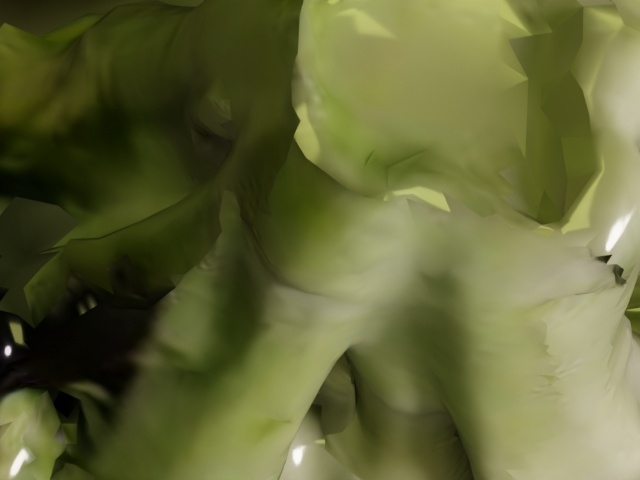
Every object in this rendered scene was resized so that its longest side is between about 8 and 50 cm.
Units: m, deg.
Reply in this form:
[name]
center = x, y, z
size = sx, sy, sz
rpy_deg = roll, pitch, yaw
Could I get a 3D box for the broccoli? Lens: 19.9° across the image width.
[broccoli]
center = 0.002, 0.011, 0.454
size = 0.293, 0.281, 0.348
rpy_deg = -37, 78, -17
